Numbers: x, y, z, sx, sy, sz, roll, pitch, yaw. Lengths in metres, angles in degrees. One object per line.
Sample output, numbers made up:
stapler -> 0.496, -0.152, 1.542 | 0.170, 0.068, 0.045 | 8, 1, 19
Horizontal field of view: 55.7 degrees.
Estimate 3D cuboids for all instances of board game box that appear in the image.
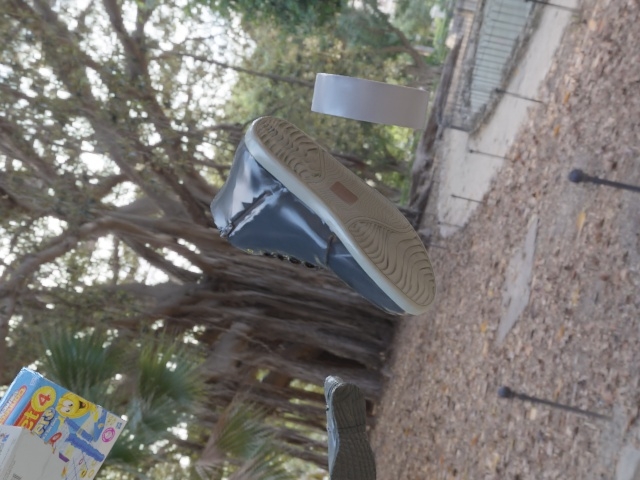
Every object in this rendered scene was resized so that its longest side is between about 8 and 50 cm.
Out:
board game box -> -0.563, 0.365, 0.927 | 0.142, 0.275, 0.144 | 74, -157, -50
board game box -> -0.661, 0.505, 1.434 | 0.308, 0.086, 0.302 | -62, -38, -22

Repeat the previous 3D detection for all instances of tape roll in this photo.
tape roll -> 0.095, -0.264, 1.149 | 0.219, 0.219, 0.072 | -60, -20, -75

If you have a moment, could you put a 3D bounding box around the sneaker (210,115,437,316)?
sneaker -> 0.000, 0.000, 0.557 | 0.083, 0.222, 0.118 | -35, -12, -48

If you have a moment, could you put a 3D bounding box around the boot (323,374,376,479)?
boot -> 0.047, 0.383, 1.148 | 0.161, 0.083, 0.247 | 125, 145, -77
